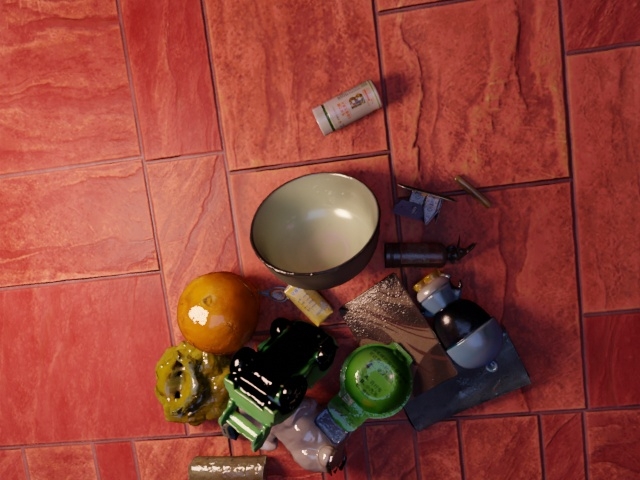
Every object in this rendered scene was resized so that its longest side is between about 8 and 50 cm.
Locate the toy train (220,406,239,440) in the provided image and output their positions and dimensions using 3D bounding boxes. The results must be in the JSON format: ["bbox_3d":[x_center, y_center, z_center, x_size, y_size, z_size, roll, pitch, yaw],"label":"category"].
[{"bbox_3d":[-0.269,0.539,1.417,0.051,0.234,0.052,15,54,6],"label":"toy train"}]

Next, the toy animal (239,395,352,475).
[{"bbox_3d":[-0.085,0.552,1.425,0.357,0.194,0.258,17,123,19],"label":"toy animal"}]

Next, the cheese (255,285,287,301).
[{"bbox_3d":[-0.149,0.162,1.452,0.111,0.017,0.047,6,95,6],"label":"cheese"}]

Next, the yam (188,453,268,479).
[{"bbox_3d":[-0.293,0.724,1.498,0.259,0.093,0.093,-3,97,6],"label":"yam"}]

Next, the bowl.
[{"bbox_3d":[0.000,0.000,1.299,0.353,0.354,0.185,-10,139,7],"label":"bowl"}]

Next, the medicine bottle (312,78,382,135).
[{"bbox_3d":[0.075,-0.371,1.329,0.183,0.086,0.086,-26,94,8],"label":"medicine bottle"}]

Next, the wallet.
[{"bbox_3d":[0.409,0.414,1.409,0.379,0.046,0.191,-27,94,7],"label":"wallet"}]

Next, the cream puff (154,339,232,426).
[{"bbox_3d":[-0.382,0.429,1.426,0.281,0.185,0.282,0,98,2],"label":"cream puff"}]

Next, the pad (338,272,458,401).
[{"bbox_3d":[0.214,0.283,1.362,0.220,0.004,0.330,-38,74,22],"label":"pad"}]

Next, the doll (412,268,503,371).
[{"bbox_3d":[0.390,0.231,1.334,0.177,0.141,0.314,-41,73,21],"label":"doll"}]

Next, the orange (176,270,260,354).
[{"bbox_3d":[-0.290,0.206,1.366,0.240,0.240,0.240,1,97,6],"label":"orange"}]

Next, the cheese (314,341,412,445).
[{"bbox_3d":[0.122,0.419,1.319,0.320,0.083,0.204,-44,73,-6],"label":"cheese"}]

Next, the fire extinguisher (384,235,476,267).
[{"bbox_3d":[0.308,0.036,1.344,0.252,0.106,0.075,0,63,5],"label":"fire extinguisher"}]

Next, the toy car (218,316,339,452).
[{"bbox_3d":[-0.113,0.376,1.323,0.213,0.358,0.176,22,129,28],"label":"toy car"}]

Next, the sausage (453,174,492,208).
[{"bbox_3d":[0.432,-0.139,1.350,0.132,0.024,0.024,40,99,-1],"label":"sausage"}]

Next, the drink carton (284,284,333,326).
[{"bbox_3d":[-0.051,0.157,1.413,0.200,0.074,0.084,45,99,-2],"label":"drink carton"}]

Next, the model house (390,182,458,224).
[{"bbox_3d":[0.281,-0.096,1.328,0.167,0.117,0.088,16,102,1],"label":"model house"}]
